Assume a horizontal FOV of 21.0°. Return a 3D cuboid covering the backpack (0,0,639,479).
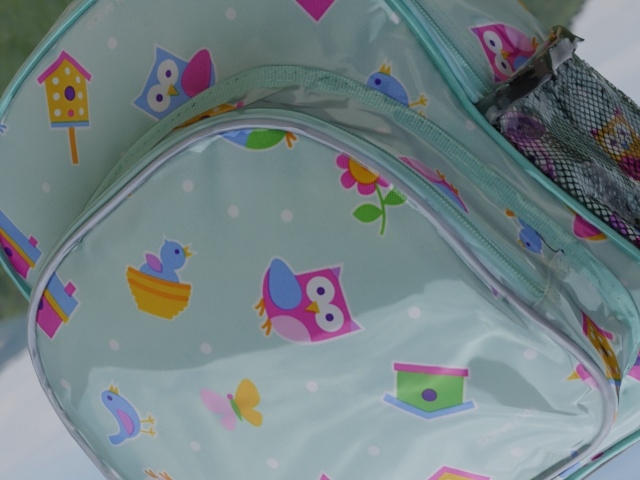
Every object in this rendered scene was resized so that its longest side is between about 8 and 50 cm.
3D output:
[{"bbox_3d":[0.000,0.000,0.469,0.166,0.188,0.144,-41,177,31],"label":"backpack"}]
